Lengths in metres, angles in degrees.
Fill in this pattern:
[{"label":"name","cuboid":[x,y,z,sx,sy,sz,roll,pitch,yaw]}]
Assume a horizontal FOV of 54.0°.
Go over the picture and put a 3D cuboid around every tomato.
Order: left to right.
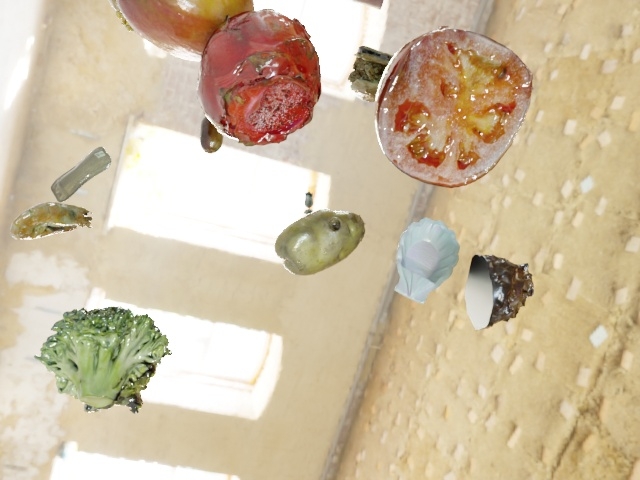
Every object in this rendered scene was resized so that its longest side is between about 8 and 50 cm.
[{"label":"tomato","cuboid":[0.249,-0.278,1.298,0.144,0.338,0.339,-122,-133,-62]}]

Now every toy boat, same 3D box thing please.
[{"label":"toy boat","cuboid":[0.331,0.069,2.033,0.290,0.199,0.100,-61,174,-26]}]

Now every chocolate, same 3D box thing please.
[{"label":"chocolate","cuboid":[0.538,0.147,1.799,0.206,0.176,0.224,-101,-169,-58]}]

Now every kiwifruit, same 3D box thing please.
[{"label":"kiwifruit","cuboid":[-0.322,-0.315,1.854,0.075,0.075,0.125,129,-41,-59]}]

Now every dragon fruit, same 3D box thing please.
[{"label":"dragon fruit","cuboid":[-0.132,-0.368,1.417,0.296,0.295,0.302,119,-19,-47]}]

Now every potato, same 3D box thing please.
[{"label":"potato","cuboid":[0.000,0.000,1.935,0.141,0.296,0.192,-128,-157,-57]}]

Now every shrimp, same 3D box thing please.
[{"label":"shrimp","cuboid":[-0.589,-0.041,1.381,0.115,0.051,0.217,-33,171,19]}]

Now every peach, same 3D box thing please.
[{"label":"peach","cuboid":[-0.342,-0.619,1.589,0.289,0.372,0.373,-30,-139,33]}]

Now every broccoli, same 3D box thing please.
[{"label":"broccoli","cuboid":[-0.598,0.327,1.738,0.324,0.334,0.272,-20,-136,47]}]

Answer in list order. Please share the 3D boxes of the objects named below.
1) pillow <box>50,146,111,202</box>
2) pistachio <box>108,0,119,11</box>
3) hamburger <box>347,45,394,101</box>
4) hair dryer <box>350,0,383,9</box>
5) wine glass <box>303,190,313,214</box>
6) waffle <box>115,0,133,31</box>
[{"label":"pillow","cuboid":[-0.770,-0.215,2.014,0.217,0.033,0.130,-42,-130,-6]},{"label":"pistachio","cuboid":[-0.684,-0.905,2.271,0.182,0.162,0.293,-55,169,-15]},{"label":"hamburger","cuboid":[0.152,-0.433,1.665,0.185,0.159,0.131,-3,113,-67]},{"label":"hair dryer","cuboid":[0.091,-0.732,1.663,0.352,0.210,0.126,-97,-156,-83]},{"label":"wine glass","cuboid":[-0.045,-0.140,2.334,0.039,0.042,0.083,-127,-151,-48]},{"label":"waffle","cuboid":[-0.612,-0.795,2.143,0.038,0.191,0.191,-111,-145,-84]}]
